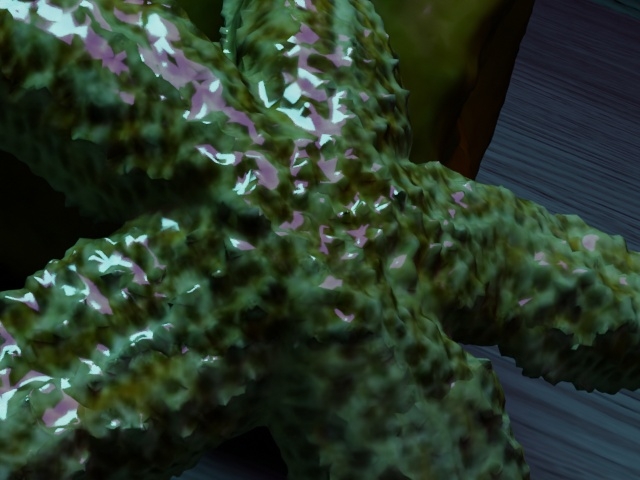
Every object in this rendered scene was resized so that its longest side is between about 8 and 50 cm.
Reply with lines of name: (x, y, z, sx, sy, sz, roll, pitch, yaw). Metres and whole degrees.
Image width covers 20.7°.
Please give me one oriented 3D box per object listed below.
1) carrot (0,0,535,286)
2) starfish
carrot: (-0.062, -0.081, 0.693, 0.341, 0.241, 0.241, 27, 17, 5)
starfish: (0.003, -0.001, 0.490, 0.358, 0.078, 0.347, 3, 62, -25)
